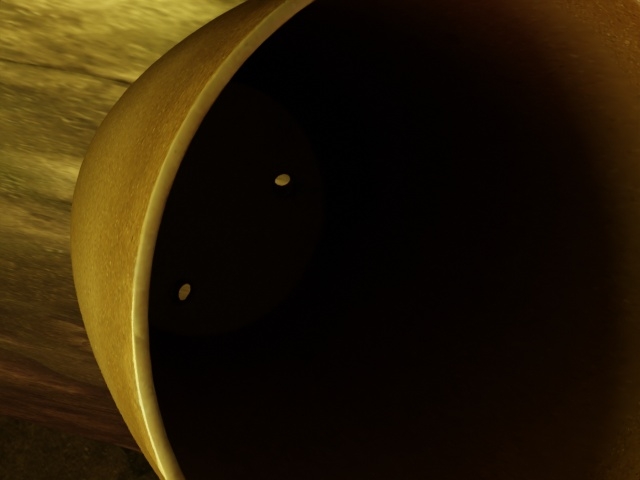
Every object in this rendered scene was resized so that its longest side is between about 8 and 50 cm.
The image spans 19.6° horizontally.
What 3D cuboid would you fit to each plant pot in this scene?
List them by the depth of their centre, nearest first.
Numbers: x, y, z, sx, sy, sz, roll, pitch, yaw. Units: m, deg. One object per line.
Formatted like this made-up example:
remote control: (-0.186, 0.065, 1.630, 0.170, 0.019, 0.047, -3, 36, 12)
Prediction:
plant pot: (0.000, 0.000, 0.719, 0.237, 0.237, 0.254, 15, -178, -26)
